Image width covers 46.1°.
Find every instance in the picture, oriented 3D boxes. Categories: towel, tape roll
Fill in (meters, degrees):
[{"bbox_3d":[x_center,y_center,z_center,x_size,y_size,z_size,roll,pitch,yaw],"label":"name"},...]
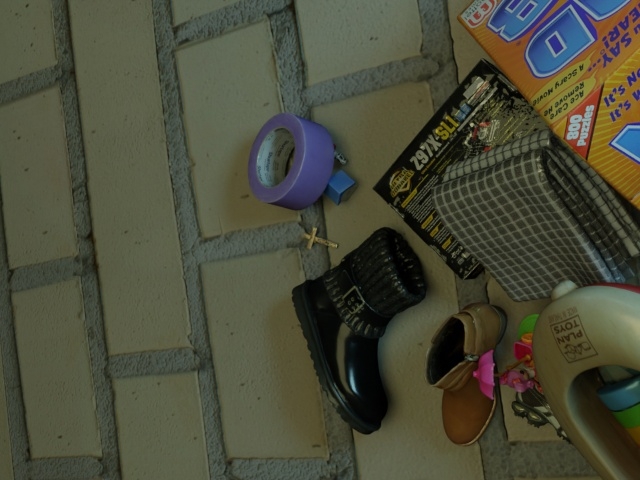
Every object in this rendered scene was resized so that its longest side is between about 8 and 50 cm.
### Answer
[{"bbox_3d":[0.344,-0.021,1.203,0.284,0.121,0.235,48,144,-16],"label":"towel"},{"bbox_3d":[-0.063,-0.161,1.544,0.189,0.080,0.189,-15,70,46],"label":"tape roll"}]

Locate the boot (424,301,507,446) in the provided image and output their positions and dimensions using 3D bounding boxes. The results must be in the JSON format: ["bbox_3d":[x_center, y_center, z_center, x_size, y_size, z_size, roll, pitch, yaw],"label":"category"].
[{"bbox_3d":[0.247,0.247,1.327,0.109,0.220,0.284,24,101,28],"label":"boot"}]

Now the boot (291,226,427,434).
[{"bbox_3d":[0.107,0.175,1.458,0.260,0.131,0.348,-31,75,26],"label":"boot"}]

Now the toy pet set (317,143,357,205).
[{"bbox_3d":[0.011,-0.123,1.547,0.114,0.065,0.122,45,111,22],"label":"toy pet set"}]

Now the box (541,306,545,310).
[{"bbox_3d":[0.494,0.208,1.262,0.113,0.094,0.275,-35,74,25],"label":"box"}]

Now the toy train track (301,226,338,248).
[{"bbox_3d":[0.000,0.000,1.585,0.083,0.014,0.048,19,92,22],"label":"toy train track"}]

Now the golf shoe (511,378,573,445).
[{"bbox_3d":[0.435,0.298,1.306,0.198,0.077,0.094,22,101,26],"label":"golf shoe"}]

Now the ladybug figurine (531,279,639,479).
[{"bbox_3d":[0.491,0.231,1.075,0.449,0.162,0.305,55,144,1],"label":"ladybug figurine"}]

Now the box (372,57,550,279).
[{"bbox_3d":[0.290,-0.126,1.386,0.257,0.079,0.322,48,111,22],"label":"box"}]

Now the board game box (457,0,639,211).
[{"bbox_3d":[0.481,-0.273,1.041,0.356,0.356,0.357,-45,34,21],"label":"board game box"}]

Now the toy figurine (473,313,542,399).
[{"bbox_3d":[0.336,0.215,1.237,0.173,0.159,0.130,22,127,55],"label":"toy figurine"}]
